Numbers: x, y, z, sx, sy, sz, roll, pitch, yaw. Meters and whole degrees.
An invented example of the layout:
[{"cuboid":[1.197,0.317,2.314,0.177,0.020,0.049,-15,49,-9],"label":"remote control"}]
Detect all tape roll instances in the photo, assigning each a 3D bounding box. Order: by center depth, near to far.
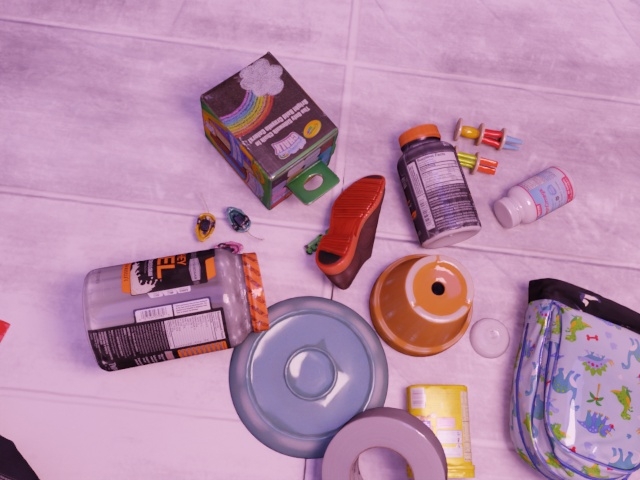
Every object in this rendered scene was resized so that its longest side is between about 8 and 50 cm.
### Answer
[{"cuboid":[0.116,0.415,1.206,0.219,0.072,0.219,0,92,14],"label":"tape roll"}]

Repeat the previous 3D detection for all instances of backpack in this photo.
[{"cuboid":[0.495,0.282,1.261,0.290,0.273,0.356,25,85,-4],"label":"backpack"}]

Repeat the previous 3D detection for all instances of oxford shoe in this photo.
[{"cuboid":[0.072,-0.022,1.390,0.097,0.098,0.271,7,54,34],"label":"oxford shoe"}]

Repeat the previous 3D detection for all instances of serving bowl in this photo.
[{"cuboid":[0.348,0.197,1.369,0.083,0.027,0.083,1,73,-4],"label":"serving bowl"}]

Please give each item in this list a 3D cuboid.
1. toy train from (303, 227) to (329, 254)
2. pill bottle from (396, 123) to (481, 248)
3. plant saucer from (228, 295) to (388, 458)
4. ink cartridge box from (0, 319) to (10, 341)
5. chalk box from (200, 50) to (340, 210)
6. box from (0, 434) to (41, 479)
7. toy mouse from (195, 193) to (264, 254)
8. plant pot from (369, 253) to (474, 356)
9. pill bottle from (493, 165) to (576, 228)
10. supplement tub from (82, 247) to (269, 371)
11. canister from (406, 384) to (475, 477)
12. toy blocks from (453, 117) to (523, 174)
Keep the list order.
[{"cuboid":[0.000,0.000,1.403,0.083,0.017,0.024,-36,70,-13],"label":"toy train"},{"cuboid":[0.237,-0.116,1.398,0.130,0.130,0.246,-13,75,-8],"label":"pill bottle"},{"cuboid":[-0.020,0.260,1.312,0.317,0.044,0.318,1,73,-4],"label":"plant saucer"},{"cuboid":[-0.743,0.189,1.266,0.232,0.066,0.189,22,73,6],"label":"ink cartridge box"},{"cuboid":[-0.085,-0.195,1.371,0.180,0.179,0.289,-37,81,-15],"label":"chalk box"},{"cuboid":[-0.597,0.571,0.958,0.471,0.297,0.480,34,72,31],"label":"box"},{"cuboid":[-0.185,-0.010,1.382,0.143,0.031,0.161,6,74,-3],"label":"toy mouse"},{"cuboid":[0.209,0.112,1.298,0.205,0.188,0.205,1,73,-5],"label":"plant pot"},{"cuboid":[0.454,-0.089,1.430,0.160,0.087,0.087,-28,78,-11],"label":"pill bottle"},{"cuboid":[-0.262,0.122,1.253,0.316,0.193,0.194,-10,75,-8],"label":"supplement tub"},{"cuboid":[0.227,0.364,1.286,0.126,0.073,0.170,2,72,-4],"label":"canister"},{"cuboid":[0.364,-0.196,1.472,0.148,0.054,0.123,13,72,-1],"label":"toy blocks"}]
